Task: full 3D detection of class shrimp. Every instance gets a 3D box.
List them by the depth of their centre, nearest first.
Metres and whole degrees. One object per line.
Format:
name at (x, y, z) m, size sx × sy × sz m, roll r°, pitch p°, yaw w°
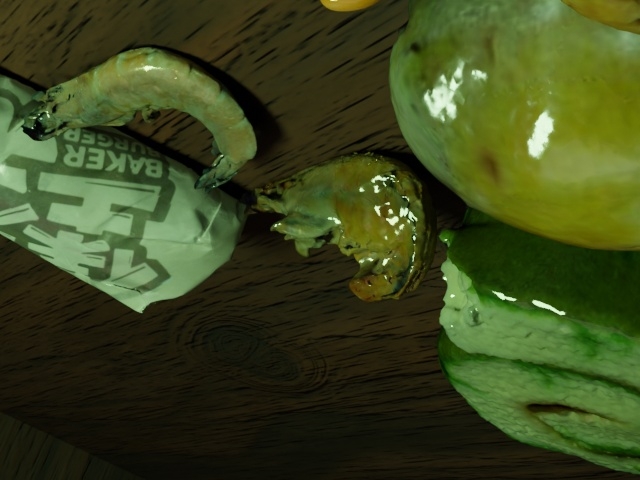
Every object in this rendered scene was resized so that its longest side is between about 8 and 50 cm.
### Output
shrimp at (-0.006, -0.007, 1.273) m, size 0.066 × 0.117 × 0.262 m, roll 7°, pitch 171°, yaw -34°
shrimp at (-0.144, -0.095, 1.279) m, size 0.219 × 0.046 × 0.152 m, roll -8°, pitch 142°, yaw 38°

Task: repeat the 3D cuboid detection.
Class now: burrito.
burrito at (-0.282, -0.076, 1.374) m, size 0.446 × 0.139 × 0.101 m, roll 27°, pitch -161°, yaw -12°

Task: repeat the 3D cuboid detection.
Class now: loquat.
loquat at (0.145, -0.081, 0.838) m, size 0.227 × 0.179 × 0.179 m, roll 8°, pitch 157°, yaw 36°

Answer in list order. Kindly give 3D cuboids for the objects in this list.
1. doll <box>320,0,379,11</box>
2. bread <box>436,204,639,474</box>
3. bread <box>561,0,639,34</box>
doll at (0.069, -0.179, 0.729) m, size 0.221 × 0.142 × 0.135 m, roll 6°, pitch -171°, yaw 36°
bread at (0.236, 0.087, 1.246) m, size 0.382 × 0.129 × 0.366 m, roll 33°, pitch 158°, yaw -28°
bread at (0.261, -0.159, 0.446) m, size 0.337 × 0.148 × 0.328 m, roll -1°, pitch 169°, yaw -26°
